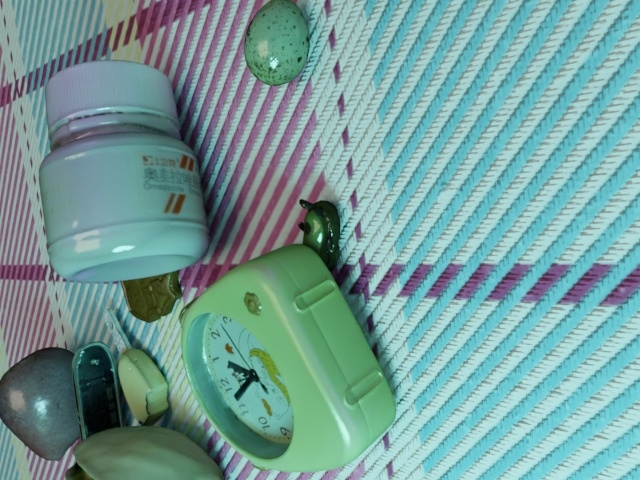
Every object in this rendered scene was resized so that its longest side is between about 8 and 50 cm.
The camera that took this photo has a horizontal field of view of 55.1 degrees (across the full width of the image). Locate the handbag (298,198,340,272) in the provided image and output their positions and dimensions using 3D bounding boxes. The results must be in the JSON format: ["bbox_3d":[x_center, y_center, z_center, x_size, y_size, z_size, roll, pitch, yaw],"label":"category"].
[{"bbox_3d":[0.000,0.000,0.829,0.072,0.047,0.111,32,127,47],"label":"handbag"}]

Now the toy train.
[{"bbox_3d":[-0.484,0.392,1.344,0.088,0.086,0.407,25,120,51],"label":"toy train"}]

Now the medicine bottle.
[{"bbox_3d":[-0.313,-0.101,0.967,0.241,0.241,0.302,-21,77,44],"label":"medicine bottle"}]

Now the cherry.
[{"bbox_3d":[-0.617,0.364,1.406,0.239,0.206,0.239,29,146,22],"label":"cherry"}]

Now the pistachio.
[{"bbox_3d":[-0.326,0.447,1.130,0.331,0.226,0.208,14,88,30],"label":"pistachio"}]

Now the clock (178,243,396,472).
[{"bbox_3d":[-0.079,0.183,0.881,0.348,0.117,0.286,-29,87,47],"label":"clock"}]

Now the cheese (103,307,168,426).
[{"bbox_3d":[-0.386,0.249,1.254,0.255,0.050,0.127,57,134,19],"label":"cheese"}]

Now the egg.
[{"bbox_3d":[-0.056,-0.257,0.794,0.085,0.085,0.110,21,114,39],"label":"egg"}]

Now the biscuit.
[{"bbox_3d":[-0.327,0.062,1.164,0.215,0.034,0.182,-21,85,44],"label":"biscuit"}]
